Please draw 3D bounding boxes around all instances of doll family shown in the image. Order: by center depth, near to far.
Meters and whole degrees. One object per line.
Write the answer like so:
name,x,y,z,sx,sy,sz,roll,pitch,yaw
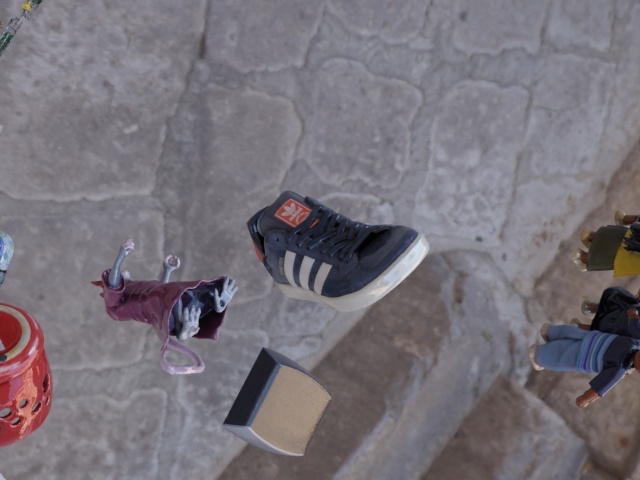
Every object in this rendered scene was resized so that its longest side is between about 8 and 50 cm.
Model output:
doll family,0.234,0.041,0.612,0.076,0.111,0.193,32,76,-33

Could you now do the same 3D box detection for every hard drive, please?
hard drive,-0.069,0.313,1.549,0.172,0.054,0.255,-62,146,-12

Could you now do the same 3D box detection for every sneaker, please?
sneaker,0.000,0.000,1.117,0.131,0.350,0.148,-44,108,-26

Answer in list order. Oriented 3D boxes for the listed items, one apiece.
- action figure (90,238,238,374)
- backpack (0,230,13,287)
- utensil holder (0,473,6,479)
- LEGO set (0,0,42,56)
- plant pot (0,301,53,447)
action figure,-0.368,0.148,1.859,0.248,0.370,0.276,17,77,-56
backpack,-0.559,0.029,1.341,0.084,0.105,0.114,53,59,-80
utensil holder,-0.652,0.478,1.181,0.327,0.385,0.328,28,48,-36
LEGO set,-0.543,-0.404,1.236,0.331,0.255,0.192,-47,177,-1
plant pot,-0.523,0.205,1.319,0.191,0.191,0.174,-21,141,-38
